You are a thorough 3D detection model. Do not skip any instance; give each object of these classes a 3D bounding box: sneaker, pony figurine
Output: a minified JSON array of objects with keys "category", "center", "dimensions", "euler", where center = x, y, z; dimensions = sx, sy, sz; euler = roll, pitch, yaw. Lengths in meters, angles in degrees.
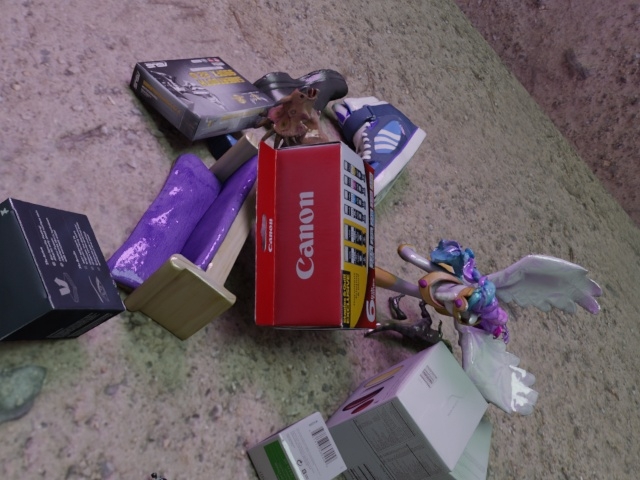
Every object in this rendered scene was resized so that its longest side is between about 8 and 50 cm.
[{"category":"sneaker","center":[-0.166,-0.170,1.314],"dimensions":[0.144,0.053,0.059],"euler":[50,35,-17]},{"category":"sneaker","center":[0.101,-0.234,1.610],"dimensions":[0.236,0.130,0.322],"euler":[35,51,5]},{"category":"pony figurine","center":[0.291,0.127,1.245],"dimensions":[0.351,0.302,0.363],"euler":[24,2,-20]},{"category":"sneaker","center":[-0.039,-0.322,1.535],"dimensions":[0.286,0.109,0.130],"euler":[-18,83,-40]}]

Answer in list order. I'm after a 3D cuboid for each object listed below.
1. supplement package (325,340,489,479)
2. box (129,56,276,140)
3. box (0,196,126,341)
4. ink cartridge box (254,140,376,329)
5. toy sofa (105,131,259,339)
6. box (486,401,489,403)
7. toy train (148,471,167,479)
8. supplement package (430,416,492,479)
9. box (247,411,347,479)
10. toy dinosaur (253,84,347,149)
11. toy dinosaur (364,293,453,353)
[{"category":"supplement package","center":[0.143,0.311,1.135],"dimensions":[0.149,0.203,0.194],"euler":[54,37,2]},{"category":"box","center":[-0.225,-0.285,1.290],"dimensions":[0.183,0.056,0.231],"euler":[41,35,18]},{"category":"box","center":[-0.361,0.042,0.862],"dimensions":[0.155,0.093,0.158],"euler":[63,11,13]},{"category":"ink cartridge box","center":[0.000,0.000,1.129],"dimensions":[0.272,0.130,0.309],"euler":[19,69,-68]},{"category":"toy sofa","center":[-0.195,-0.034,1.094],"dimensions":[0.177,0.150,0.362],"euler":[41,39,-18]},{"category":"box","center":[0.344,0.325,1.434],"dimensions":[0.052,0.083,0.062],"euler":[49,38,-7]},{"category":"toy train","center":[-0.197,0.385,0.868],"dimensions":[0.036,0.027,0.158],"euler":[-16,74,-40]},{"category":"supplement package","center":[0.247,0.405,1.252],"dimensions":[0.105,0.105,0.179],"euler":[43,39,-12]},{"category":"box","center":[-0.037,0.340,1.019],"dimensions":[0.102,0.087,0.101],"euler":[-13,71,-49]},{"category":"toy dinosaur","center":[-0.053,-0.168,1.322],"dimensions":[0.127,0.295,0.200],"euler":[23,20,39]},{"category":"toy dinosaur","center":[0.202,0.176,1.424],"dimensions":[0.268,0.064,0.118],"euler":[19,56,-32]}]
